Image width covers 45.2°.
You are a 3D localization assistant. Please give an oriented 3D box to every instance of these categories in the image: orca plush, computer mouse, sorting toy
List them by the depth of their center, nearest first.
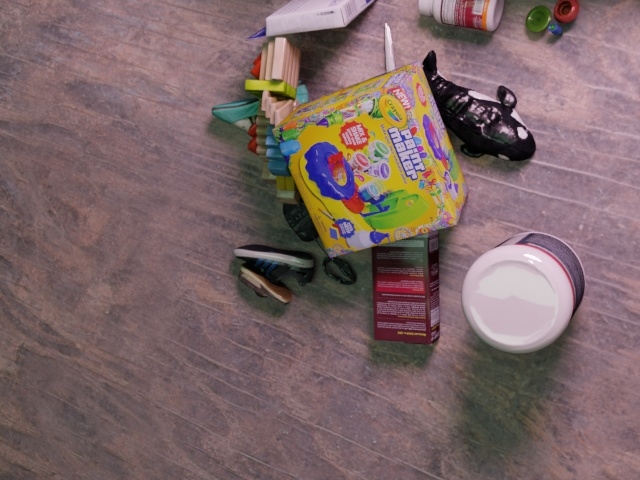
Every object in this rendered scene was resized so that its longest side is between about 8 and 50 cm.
[{"bbox_3d":[0.443,-0.416,1.450,0.102,0.042,0.061,-12,77,38],"label":"sorting toy"},{"bbox_3d":[0.295,-0.259,1.503,0.151,0.102,0.287,-39,80,25],"label":"orca plush"},{"bbox_3d":[0.000,0.000,1.724,0.071,0.041,0.242,-36,88,24],"label":"computer mouse"}]

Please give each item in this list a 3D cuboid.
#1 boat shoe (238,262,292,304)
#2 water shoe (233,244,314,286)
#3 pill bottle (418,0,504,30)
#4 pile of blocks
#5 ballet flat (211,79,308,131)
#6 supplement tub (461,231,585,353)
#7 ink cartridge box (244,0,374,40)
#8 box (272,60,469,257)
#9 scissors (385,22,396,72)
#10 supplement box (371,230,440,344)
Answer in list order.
[{"bbox_3d":[-0.130,0.108,1.791,0.152,0.056,0.049,37,116,27],"label":"boat shoe"},{"bbox_3d":[-0.113,0.060,1.762,0.203,0.073,0.080,9,103,25],"label":"water shoe"},{"bbox_3d":[0.273,-0.460,1.494,0.152,0.086,0.086,17,104,23],"label":"pill bottle"},{"bbox_3d":[-0.111,-0.242,1.604,0.113,0.149,0.362,5,114,17],"label":"pile of blocks"},{"bbox_3d":[-0.135,-0.285,1.719,0.247,0.083,0.087,-11,101,27],"label":"ballet flat"},{"bbox_3d":[0.382,0.086,1.417,0.191,0.272,0.191,4,99,25],"label":"supplement tub"},{"bbox_3d":[-0.017,-0.471,1.559,0.224,0.223,0.045,-2,120,25],"label":"ink cartridge box"},{"bbox_3d":[0.106,-0.157,1.523,0.279,0.177,0.289,-16,110,26],"label":"box"},{"bbox_3d":[0.147,-0.298,1.613,0.109,0.021,0.297,-21,90,28],"label":"scissors"},{"bbox_3d":[0.181,0.094,1.625,0.130,0.073,0.239,2,97,26],"label":"supplement box"}]
